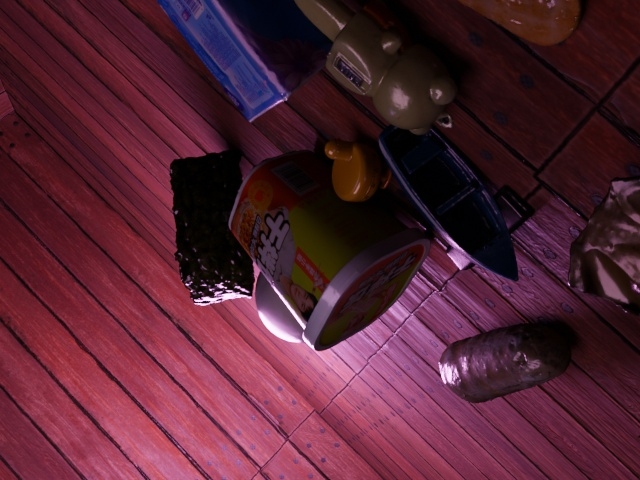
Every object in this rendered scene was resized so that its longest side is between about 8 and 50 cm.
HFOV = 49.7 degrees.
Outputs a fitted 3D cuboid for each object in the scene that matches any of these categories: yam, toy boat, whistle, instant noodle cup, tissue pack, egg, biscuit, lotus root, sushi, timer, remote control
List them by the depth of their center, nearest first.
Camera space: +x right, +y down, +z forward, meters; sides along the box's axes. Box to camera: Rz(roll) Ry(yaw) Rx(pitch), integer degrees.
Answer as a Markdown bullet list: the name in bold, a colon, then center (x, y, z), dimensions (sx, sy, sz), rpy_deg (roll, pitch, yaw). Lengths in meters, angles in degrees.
- **lotus root**: center (0.448, 0.040, 0.741), dimensions (0.314, 0.142, 0.210), rpy_deg (40, 121, 28)
- **biscuit**: center (0.180, -0.300, 0.769), dimensions (0.247, 0.029, 0.118), rpy_deg (38, 157, 22)
- **whistle**: center (0.075, -0.253, 0.940), dimensions (0.288, 0.106, 0.131), rpy_deg (44, 161, 4)
- **toy boat**: center (0.199, -0.057, 1.046), dimensions (0.299, 0.096, 0.062), rpy_deg (54, 168, 7)
- **tissue pack**: center (-0.119, -0.344, 1.085), dimensions (0.263, 0.146, 0.198), rpy_deg (51, 160, -13)
- **remote control**: center (0.265, -0.013, 1.115), dimensions (0.063, 0.025, 0.245), rpy_deg (47, 158, 10)
- **timer**: center (0.054, -0.121, 1.202), dimensions (0.107, 0.109, 0.107), rpy_deg (-10, 78, 58)
- **yam**: center (0.336, 0.224, 1.264), dimensions (0.133, 0.133, 0.330), rpy_deg (47, 155, 0)
- **instant noodle cup**: center (0.000, 0.000, 1.314), dimensions (0.308, 0.294, 0.294), rpy_deg (47, 160, 23)
- **egg**: center (-0.034, 0.113, 1.607), dimensions (0.230, 0.230, 0.371), rpy_deg (44, 155, 7)
- **sushi**: center (-0.255, -0.020, 1.669), dimensions (0.294, 0.178, 0.352), rpy_deg (101, 160, -72)

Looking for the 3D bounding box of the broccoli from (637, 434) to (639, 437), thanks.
- **broccoli**: center (0.549, 0.354, 0.927), dimensions (0.294, 0.245, 0.265), rpy_deg (26, 175, -39)
